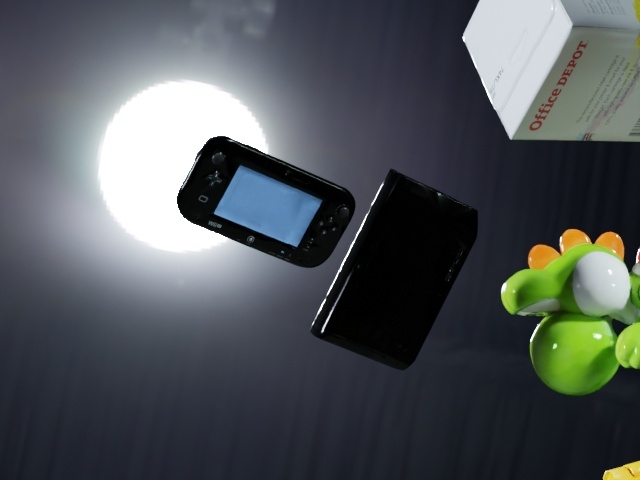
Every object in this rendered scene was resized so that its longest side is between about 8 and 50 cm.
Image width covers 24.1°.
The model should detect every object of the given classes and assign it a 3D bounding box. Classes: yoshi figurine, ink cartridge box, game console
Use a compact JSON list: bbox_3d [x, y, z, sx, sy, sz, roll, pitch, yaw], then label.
[{"bbox_3d":[0.406,0.105,1.843,0.362,0.203,0.204,-2,-44,4],"label":"yoshi figurine"},{"bbox_3d":[0.361,-0.261,1.925,0.270,0.197,0.198,-1,-40,-23],"label":"ink cartridge box"},{"bbox_3d":[0.000,0.000,1.694,0.361,0.213,0.044,23,6,-27],"label":"game console"}]

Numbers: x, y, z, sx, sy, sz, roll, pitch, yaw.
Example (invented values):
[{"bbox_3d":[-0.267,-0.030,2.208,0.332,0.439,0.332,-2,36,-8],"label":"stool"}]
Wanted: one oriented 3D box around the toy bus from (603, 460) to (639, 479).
[{"bbox_3d":[0.348,0.291,1.376,0.149,0.211,0.220,-10,45,-22],"label":"toy bus"}]
